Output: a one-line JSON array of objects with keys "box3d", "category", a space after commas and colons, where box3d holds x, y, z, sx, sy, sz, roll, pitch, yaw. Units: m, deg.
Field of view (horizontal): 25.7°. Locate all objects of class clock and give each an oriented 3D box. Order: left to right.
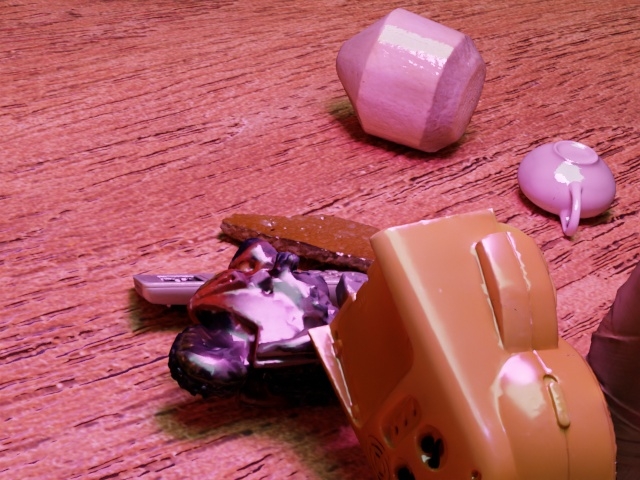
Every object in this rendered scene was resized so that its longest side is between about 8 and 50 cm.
[{"box3d": [0.140, 0.159, 1.297, 0.200, 0.244, 0.317, -6, 62, -22], "category": "clock"}]

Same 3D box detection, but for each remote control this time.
[{"box3d": [-0.057, 0.065, 1.631, 0.313, 0.055, 0.109, 0, 4, -14], "category": "remote control"}]

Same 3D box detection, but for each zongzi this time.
[{"box3d": [0.428, 0.090, 1.404, 0.447, 0.418, 0.181, -19, 45, -37], "category": "zongzi"}]

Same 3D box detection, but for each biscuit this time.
[{"box3d": [0.000, -0.004, 1.794, 0.237, 0.026, 0.131, 13, 19, 20], "category": "biscuit"}]

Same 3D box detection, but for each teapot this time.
[{"box3d": [0.358, -0.085, 2.026, 0.145, 0.092, 0.226, 10, 31, 1], "category": "teapot"}]

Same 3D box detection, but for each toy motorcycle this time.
[{"box3d": [0.025, 0.094, 1.520, 0.401, 0.134, 0.207, 5, 45, -19], "category": "toy motorcycle"}]

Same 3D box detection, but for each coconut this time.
[{"box3d": [0.130, -0.246, 2.130, 0.222, 0.202, 0.202, 23, 30, 14], "category": "coconut"}]
